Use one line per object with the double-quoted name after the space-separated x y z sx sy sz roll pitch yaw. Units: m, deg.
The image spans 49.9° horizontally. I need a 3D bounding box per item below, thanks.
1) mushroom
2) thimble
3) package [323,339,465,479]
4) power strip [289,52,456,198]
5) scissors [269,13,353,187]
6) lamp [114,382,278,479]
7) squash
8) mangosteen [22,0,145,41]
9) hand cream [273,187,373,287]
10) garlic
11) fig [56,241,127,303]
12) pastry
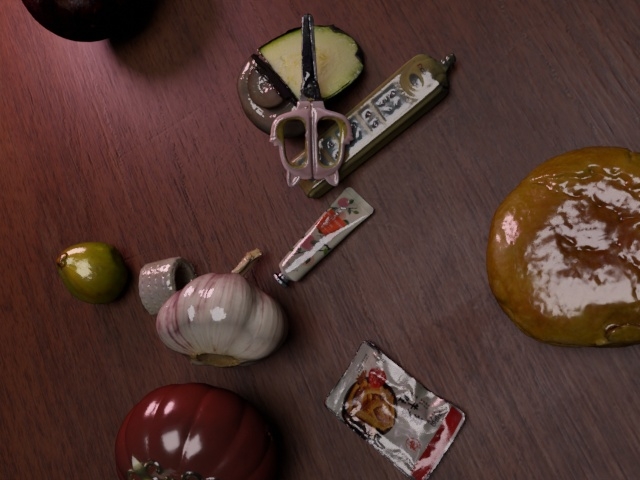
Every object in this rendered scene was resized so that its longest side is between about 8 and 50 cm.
-0.094 -0.273 1.378 0.188 0.141 0.117 45 119 16 "mushroom"
-0.316 0.096 1.434 0.090 0.102 0.115 -11 107 20 "thimble"
0.131 0.309 1.254 0.239 0.030 0.154 35 94 24 "package"
0.103 -0.229 1.326 0.387 0.066 0.092 -38 72 13 "power strip"
-0.018 -0.259 1.286 0.160 0.024 0.318 -2 98 -6 "scissors"
-0.226 0.398 1.263 0.303 0.257 0.303 9 125 13 "lamp"
-0.006 -0.342 1.392 0.184 0.085 0.192 -28 66 -16 "squash"
-0.526 -0.592 1.540 0.297 0.293 0.297 0 88 -3 "mangosteen"
0.000 0.000 1.350 0.234 0.050 0.080 -46 63 4 "hand cream"
-0.168 0.119 1.321 0.245 0.245 0.253 0 58 23 "garlic"
-0.498 0.069 1.508 0.152 0.121 0.136 11 81 0 "fig"
0.437 0.016 1.100 0.355 0.164 0.356 -3 83 25 "pastry"
